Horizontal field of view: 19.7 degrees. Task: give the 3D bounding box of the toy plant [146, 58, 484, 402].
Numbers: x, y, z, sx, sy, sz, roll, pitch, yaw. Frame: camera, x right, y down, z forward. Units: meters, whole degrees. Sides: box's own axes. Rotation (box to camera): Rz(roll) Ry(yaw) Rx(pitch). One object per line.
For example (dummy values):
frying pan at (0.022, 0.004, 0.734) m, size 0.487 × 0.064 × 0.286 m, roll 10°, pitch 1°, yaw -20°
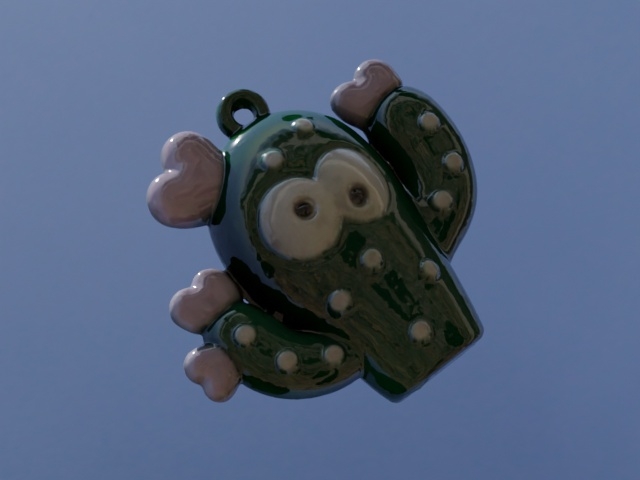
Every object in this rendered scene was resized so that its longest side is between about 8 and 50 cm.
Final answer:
toy plant at (0.003, -0.004, 1.256) m, size 0.232 × 0.112 × 0.243 m, roll -9°, pitch -105°, yaw -17°
